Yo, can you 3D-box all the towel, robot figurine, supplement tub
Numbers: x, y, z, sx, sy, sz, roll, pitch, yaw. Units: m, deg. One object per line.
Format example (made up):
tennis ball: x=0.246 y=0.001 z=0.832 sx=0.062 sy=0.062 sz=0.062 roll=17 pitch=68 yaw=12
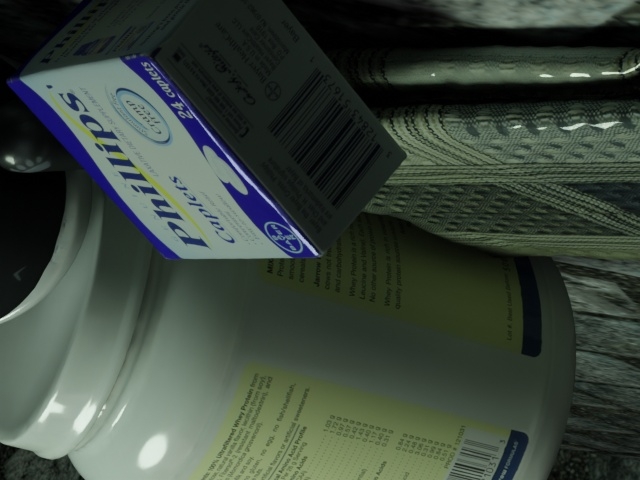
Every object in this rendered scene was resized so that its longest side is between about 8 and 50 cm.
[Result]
towel: x=0.128 y=-0.042 z=1.025 sx=0.324 sy=0.056 sz=0.312 roll=0 pitch=168 yaw=42
robot figurine: x=-0.239 y=-0.030 z=1.055 sx=0.209 sy=0.173 sz=0.278 roll=28 pitch=-168 yaw=20
supplement tub: x=-0.027 y=0.067 z=1.257 sx=0.325 sy=0.235 sz=0.235 roll=16 pitch=170 yaw=-24

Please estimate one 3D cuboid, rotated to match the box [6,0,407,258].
box: x=-0.054 y=-0.057 z=0.902 sx=0.126 sy=0.072 sz=0.137 roll=50 pitch=154 yaw=-23
